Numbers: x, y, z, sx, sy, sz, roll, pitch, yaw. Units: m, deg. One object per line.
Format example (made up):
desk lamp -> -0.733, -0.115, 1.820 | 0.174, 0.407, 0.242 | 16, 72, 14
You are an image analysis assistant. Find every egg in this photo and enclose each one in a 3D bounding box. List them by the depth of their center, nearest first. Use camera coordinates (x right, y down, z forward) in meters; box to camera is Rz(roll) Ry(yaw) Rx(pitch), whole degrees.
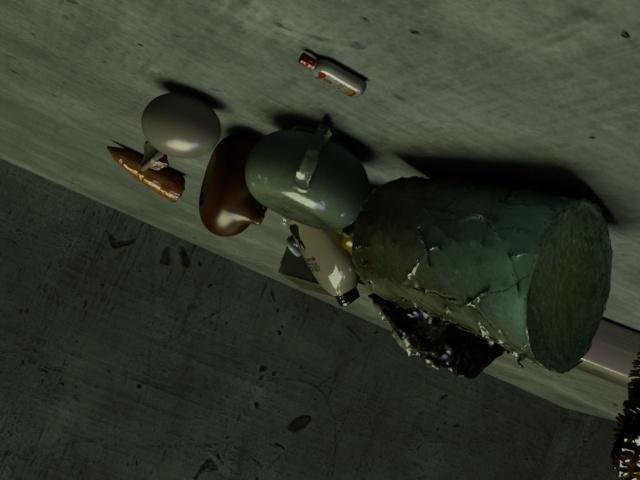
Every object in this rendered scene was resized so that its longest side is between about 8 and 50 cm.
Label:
egg -> -0.220, -0.182, 1.434 | 0.135, 0.103, 0.103 | 16, 170, 23

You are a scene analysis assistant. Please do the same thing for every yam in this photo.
yam -> 0.220, 0.029, 1.231 | 0.241, 0.241, 0.348 | 30, 173, -40

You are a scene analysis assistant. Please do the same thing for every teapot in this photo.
teapot -> -0.017, -0.099, 1.377 | 0.193, 0.129, 0.294 | 22, 169, 1
teapot -> -0.136, -0.098, 1.577 | 0.135, 0.178, 0.252 | 19, -155, -17

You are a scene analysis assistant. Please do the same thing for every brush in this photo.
brush -> -0.325, -0.182, 1.850 | 0.050, 0.060, 0.321 | 12, 175, -17

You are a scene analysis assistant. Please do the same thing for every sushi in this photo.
sushi -> 0.271, 0.165, 1.870 | 0.343, 0.182, 0.196 | 28, -147, -37

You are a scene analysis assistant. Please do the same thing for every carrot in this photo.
carrot -> -0.417, -0.170, 2.149 | 0.205, 0.072, 0.072 | 33, 167, -24

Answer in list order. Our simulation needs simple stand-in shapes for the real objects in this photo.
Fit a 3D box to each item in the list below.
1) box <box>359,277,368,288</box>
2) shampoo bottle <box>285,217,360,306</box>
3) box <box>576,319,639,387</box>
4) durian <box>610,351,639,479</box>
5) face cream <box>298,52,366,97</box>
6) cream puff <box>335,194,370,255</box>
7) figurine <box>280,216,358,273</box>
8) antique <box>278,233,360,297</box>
box -> 0.150, 0.087, 2.269 | 0.152, 0.070, 0.237 | 16, 167, 35
shampoo bottle -> 0.000, 0.000, 1.632 | 0.257, 0.078, 0.127 | 62, 154, -8
box -> 0.631, 0.245, 1.934 | 0.251, 0.106, 0.203 | 22, 173, 6
durian -> 0.606, 0.269, 1.352 | 0.347, 0.347, 0.384 | 26, 171, -22
face cream -> 0.013, -0.194, 1.061 | 0.083, 0.021, 0.040 | 26, 170, -21
cream puff -> 0.099, -0.022, 1.559 | 0.156, 0.121, 0.156 | 16, 171, 3
figurine -> 0.038, -0.005, 1.783 | 0.265, 0.140, 0.193 | 33, 160, -9
antique -> 0.015, 0.041, 2.045 | 0.146, 0.152, 0.148 | 15, 166, 32
